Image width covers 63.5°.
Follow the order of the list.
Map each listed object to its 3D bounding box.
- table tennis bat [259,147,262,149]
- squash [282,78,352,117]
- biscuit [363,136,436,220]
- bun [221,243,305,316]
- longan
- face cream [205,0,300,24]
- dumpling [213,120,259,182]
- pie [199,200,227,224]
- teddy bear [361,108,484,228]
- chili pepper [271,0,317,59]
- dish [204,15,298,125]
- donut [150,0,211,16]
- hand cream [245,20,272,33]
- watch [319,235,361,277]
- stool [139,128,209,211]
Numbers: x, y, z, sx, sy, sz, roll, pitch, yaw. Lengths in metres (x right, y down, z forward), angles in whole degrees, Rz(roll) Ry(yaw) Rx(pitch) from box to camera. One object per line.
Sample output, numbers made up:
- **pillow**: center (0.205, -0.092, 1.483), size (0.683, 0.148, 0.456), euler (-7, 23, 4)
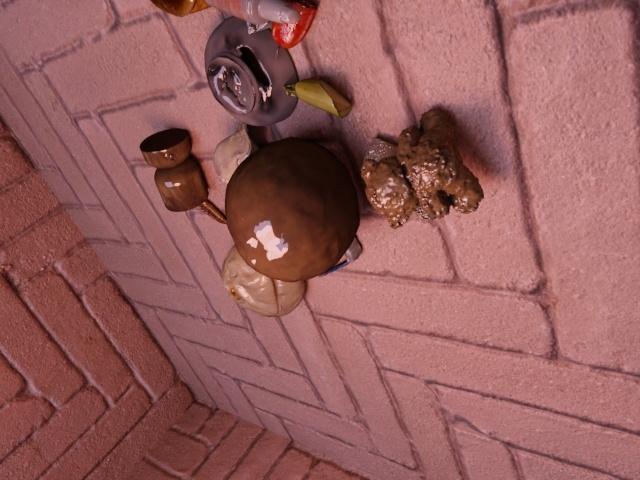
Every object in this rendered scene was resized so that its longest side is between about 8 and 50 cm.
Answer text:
- **table tennis bat**: center (-0.183, -0.210, 1.766), size (0.153, 0.040, 0.244), euler (41, 141, 12)
- **squash**: center (-0.012, -0.395, 1.375), size (0.200, 0.090, 0.075), euler (27, 132, 23)
- **biscuit**: center (0.217, -0.165, 1.360), size (0.250, 0.046, 0.147), euler (31, 110, 26)
- **bun**: center (-0.243, 0.167, 2.044), size (0.365, 0.219, 0.365), euler (26, 144, 21)
- **longan**: center (-0.079, -0.092, 1.487), size (0.404, 0.404, 0.436), euler (53, -174, -12)
- **face cream**: center (-0.160, -0.572, 1.231), size (0.252, 0.101, 0.101), euler (30, 142, 21)
- **dumpling**: center (-0.268, -0.290, 1.676), size (0.147, 0.193, 0.258), euler (11, 164, -21)
- **pie**: center (-0.442, -0.117, 2.107), size (0.191, 0.033, 0.088), euler (40, 152, -3)
- **teddy bear**: center (0.225, -0.149, 1.241), size (0.256, 0.156, 0.267), euler (-28, 83, 33)
- **chili pepper**: center (-0.080, -0.533, 1.309), size (0.086, 0.084, 0.192), euler (54, 141, 14)
- **dish**: center (-0.227, -0.459, 1.484), size (0.324, 0.124, 0.324), euler (25, 140, 23)
- **donut**: center (-0.376, -0.741, 1.321), size (0.330, 0.160, 0.330), euler (21, 124, 34)
- **hand cream**: center (-0.182, -0.659, 1.305), size (0.075, 0.052, 0.248), euler (2, 129, 26)
- **watch**: center (-0.005, -0.010, 1.781), size (0.276, 0.068, 0.274), euler (49, 148, -8)
- **stool**: center (-0.540, -0.261, 1.936), size (0.179, 0.179, 0.264), euler (17, 137, 32)
